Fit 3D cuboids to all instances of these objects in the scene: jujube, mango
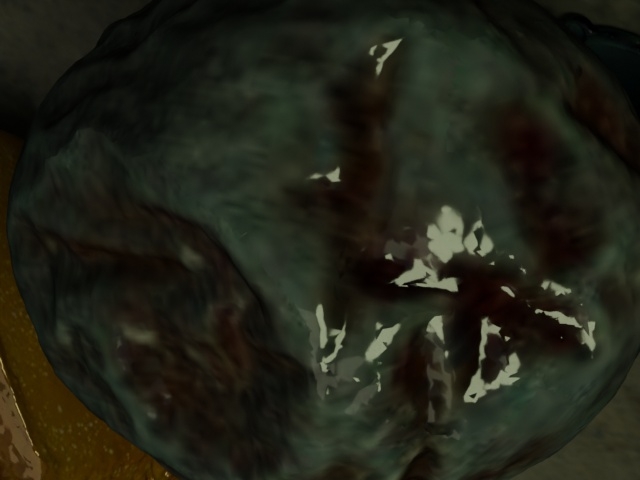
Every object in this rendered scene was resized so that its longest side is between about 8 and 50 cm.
[{"bbox_3d":[0.006,-0.006,0.654,0.308,0.215,0.246,14,120,48],"label":"jujube"},{"bbox_3d":[-0.181,0.088,0.896,0.199,0.201,0.350,-15,117,7],"label":"mango"}]

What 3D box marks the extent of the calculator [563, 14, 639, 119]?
[{"bbox_3d":[0.167,-0.054,0.681,0.141,0.019,0.094,27,138,7],"label":"calculator"}]
